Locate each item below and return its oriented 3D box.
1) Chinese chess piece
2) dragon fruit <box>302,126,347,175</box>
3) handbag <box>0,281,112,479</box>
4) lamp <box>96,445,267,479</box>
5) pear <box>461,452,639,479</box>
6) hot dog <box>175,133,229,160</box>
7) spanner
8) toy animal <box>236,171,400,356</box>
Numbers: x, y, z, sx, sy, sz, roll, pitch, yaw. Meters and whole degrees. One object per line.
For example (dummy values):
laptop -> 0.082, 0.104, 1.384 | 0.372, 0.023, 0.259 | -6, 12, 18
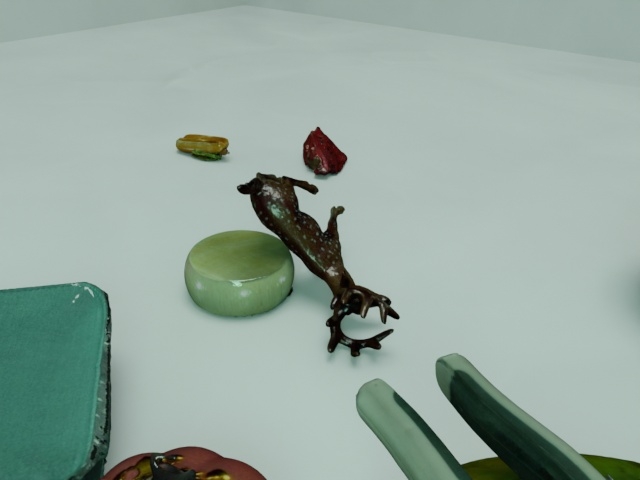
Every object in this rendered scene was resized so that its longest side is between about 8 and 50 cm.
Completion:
Chinese chess piece -> -0.106, 0.042, 0.782 | 0.143, 0.059, 0.144 | 1, 29, 0
dragon fruit -> -0.001, -0.176, 1.176 | 0.097, 0.063, 0.131 | 9, 30, 11
handbag -> -0.321, 0.155, 0.522 | 0.273, 0.100, 0.269 | -7, 34, -15
lamp -> -0.101, 0.214, 0.389 | 0.181, 0.140, 0.182 | -2, 28, 1
pear -> 0.162, 0.251, 0.319 | 0.398, 0.165, 0.399 | 2, 29, -1
hot dog -> -0.238, -0.187, 1.204 | 0.133, 0.041, 0.056 | 11, 29, 28
spanner -> 0.131, 0.160, 0.268 | 0.095, 0.040, 0.325 | -12, 31, -24
toy animal -> -0.011, 0.015, 0.757 | 0.243, 0.087, 0.260 | 37, 21, -6
